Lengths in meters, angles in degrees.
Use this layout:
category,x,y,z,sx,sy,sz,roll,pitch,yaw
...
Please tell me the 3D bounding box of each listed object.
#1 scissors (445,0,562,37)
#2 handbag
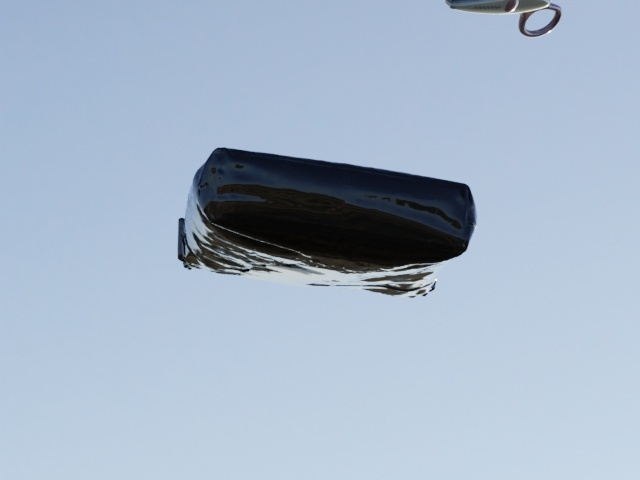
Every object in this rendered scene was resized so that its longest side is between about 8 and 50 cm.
category,x,y,z,sx,sy,sz,roll,pitch,yaw
scissors,0.173,-0.220,1.816,0.176,0.022,0.085,-7,-46,-45
handbag,0.000,0.000,1.740,0.247,0.080,0.223,8,-18,-6
